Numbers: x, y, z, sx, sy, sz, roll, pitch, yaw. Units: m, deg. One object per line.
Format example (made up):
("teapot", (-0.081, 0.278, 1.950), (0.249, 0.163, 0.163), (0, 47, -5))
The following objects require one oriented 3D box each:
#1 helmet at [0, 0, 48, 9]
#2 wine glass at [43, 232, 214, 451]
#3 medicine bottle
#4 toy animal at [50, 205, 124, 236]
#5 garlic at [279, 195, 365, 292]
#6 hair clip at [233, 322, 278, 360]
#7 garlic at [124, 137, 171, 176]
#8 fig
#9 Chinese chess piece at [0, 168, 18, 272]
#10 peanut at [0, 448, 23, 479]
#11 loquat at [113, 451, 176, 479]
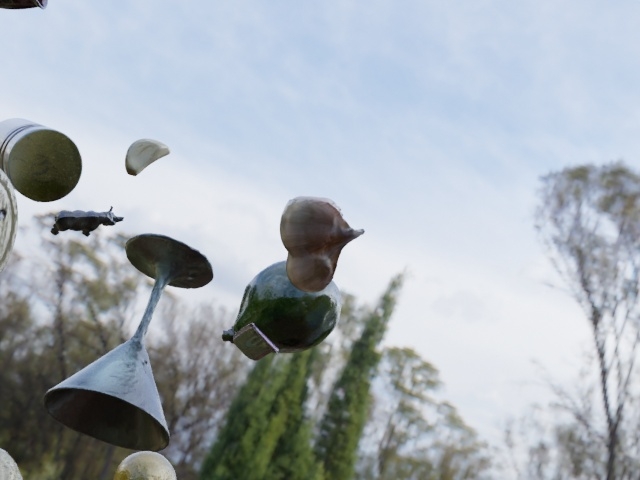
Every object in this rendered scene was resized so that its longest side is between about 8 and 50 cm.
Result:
("helmet", (-0.506, -0.433, 1.598), (0.106, 0.155, 0.175), (-14, -29, 0))
("wine glass", (-0.380, 0.200, 2.133), (0.267, 0.406, 0.267), (11, -32, 7))
("medicine bottle", (-0.625, -0.179, 2.191), (0.151, 0.151, 0.322), (33, -6, -30))
("toy animal", (-0.429, -0.037, 1.898), (0.136, 0.047, 0.065), (0, -16, -28))
("garlic", (-0.005, 0.005, 1.630), (0.124, 0.174, 0.099), (-9, 25, -22))
("hair clip", (-0.092, 0.147, 1.479), (0.054, 0.022, 0.137), (44, -22, -4))
("garlic", (-0.295, -0.141, 1.701), (0.053, 0.083, 0.041), (41, -29, 10))
("fig", (-0.079, 0.148, 1.988), (0.195, 0.245, 0.195), (29, -41, 29))
("Chinese chess piece", (-0.613, -0.024, 1.693), (0.104, 0.257, 0.257), (12, -19, 19))
("peanut", (-0.446, 0.356, 1.418), (0.082, 0.082, 0.187), (39, 10, -43))
("loquat", (-0.416, 0.585, 2.408), (0.149, 0.172, 0.204), (3, -4, -1))
